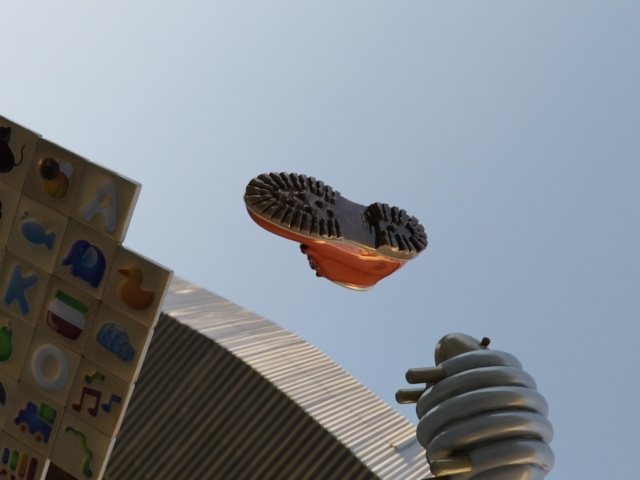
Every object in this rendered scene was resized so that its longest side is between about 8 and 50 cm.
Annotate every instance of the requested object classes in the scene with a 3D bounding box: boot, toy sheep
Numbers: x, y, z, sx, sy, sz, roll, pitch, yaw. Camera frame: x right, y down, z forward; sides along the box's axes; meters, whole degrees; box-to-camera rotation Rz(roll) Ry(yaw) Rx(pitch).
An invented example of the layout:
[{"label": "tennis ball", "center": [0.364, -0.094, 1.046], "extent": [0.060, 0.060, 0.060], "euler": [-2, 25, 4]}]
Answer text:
[{"label": "boot", "center": [0.000, 0.000, 0.584], "extent": [0.084, 0.158, 0.059], "euler": [-47, -147, 43]}, {"label": "toy sheep", "center": [0.099, 0.116, 0.440], "extent": [0.091, 0.091, 0.132], "euler": [-32, -128, 30]}]

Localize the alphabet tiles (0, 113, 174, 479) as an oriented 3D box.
[{"label": "alphabet tiles", "center": [-0.291, 0.070, 0.685], "extent": [0.285, 0.011, 0.342], "euler": [25, -76, 16]}]
